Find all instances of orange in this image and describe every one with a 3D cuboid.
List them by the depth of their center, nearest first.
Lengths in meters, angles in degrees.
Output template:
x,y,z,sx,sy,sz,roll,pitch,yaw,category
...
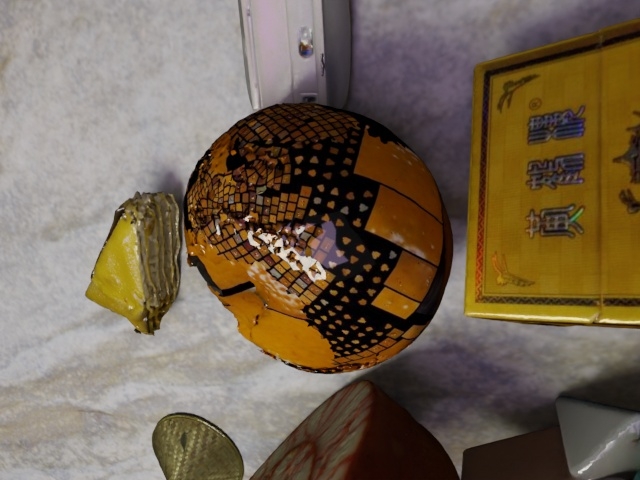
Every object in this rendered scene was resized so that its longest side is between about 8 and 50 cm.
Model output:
x,y,z,sx,sy,sz,roll,pitch,yaw,category
0.000,0.000,0.465,0.234,0.182,0.234,29,139,29,orange

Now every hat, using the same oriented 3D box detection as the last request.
x,y,z,sx,sy,sz,roll,pitch,yaw,category
-0.185,0.314,0.754,0.146,0.067,0.145,8,115,17,hat

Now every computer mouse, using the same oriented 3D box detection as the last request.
x,y,z,sx,sy,sz,roll,pitch,yaw,category
-0.026,-0.195,0.481,0.102,0.045,0.198,4,115,18,computer mouse

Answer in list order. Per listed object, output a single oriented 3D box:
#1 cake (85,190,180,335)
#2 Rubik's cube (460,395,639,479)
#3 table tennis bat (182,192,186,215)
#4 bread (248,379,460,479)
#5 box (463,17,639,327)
x,y,z,sx,sy,sz,roll,pitch,yaw,category
-0.221,0.015,0.644,0.116,0.080,0.184,18,128,26,cake
0.286,0.317,0.410,0.388,0.358,0.367,2,107,15,Rubik's cube
-0.132,-0.024,0.618,0.050,0.007,0.083,19,117,11,table tennis bat
-0.019,0.292,0.547,0.114,0.295,0.327,44,89,-1,bread
0.241,-0.041,0.329,0.302,0.084,0.192,-4,77,43,box
